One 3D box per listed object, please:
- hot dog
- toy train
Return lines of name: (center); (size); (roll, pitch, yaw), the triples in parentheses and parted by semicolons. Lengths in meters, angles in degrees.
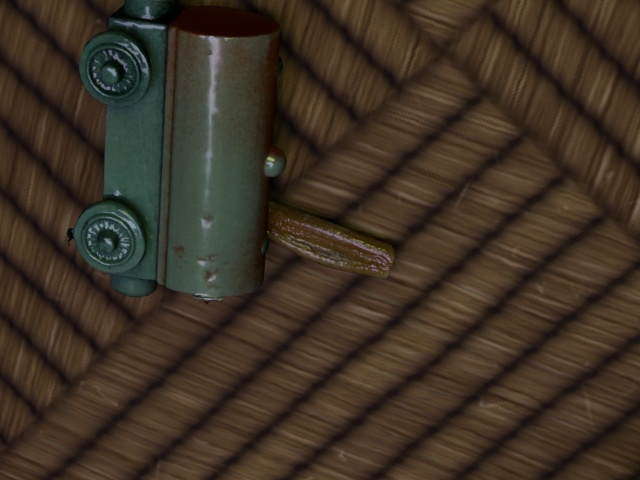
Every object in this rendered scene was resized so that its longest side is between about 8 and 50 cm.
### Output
hot dog: (0.000, 0.000, 1.733); (0.137, 0.028, 0.044); (18, 115, 9)
toy train: (-0.115, -0.078, 1.682); (0.177, 0.116, 0.285); (9, 113, 10)
